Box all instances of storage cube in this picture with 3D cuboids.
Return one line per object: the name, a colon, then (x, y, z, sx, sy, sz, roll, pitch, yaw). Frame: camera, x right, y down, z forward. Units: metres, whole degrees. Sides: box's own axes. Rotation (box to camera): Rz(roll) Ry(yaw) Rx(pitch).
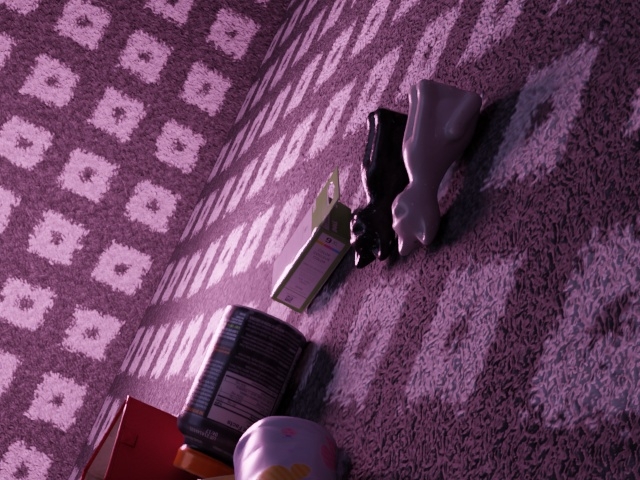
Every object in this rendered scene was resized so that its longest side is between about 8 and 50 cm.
storage cube: (-0.254, 0.385, 1.453, 0.184, 0.193, 0.215, -57, 14, 25)

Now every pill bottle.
pill bottle: (-0.124, 0.226, 1.396, 0.246, 0.130, 0.130, -67, 14, -15)

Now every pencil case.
pencil case: (-0.037, 0.284, 0.937, 0.273, 0.113, 0.124, -92, 12, -70)

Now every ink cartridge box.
ink cartridge box: (0.000, 0.000, 1.498, 0.209, 0.062, 0.109, -56, 16, 26)

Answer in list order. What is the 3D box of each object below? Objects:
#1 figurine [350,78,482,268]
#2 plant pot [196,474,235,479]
figurine: (0.109, -0.074, 1.218, 0.215, 0.092, 0.209, 158, 129, -69)
plant pot: (-0.107, 0.341, 1.174, 0.134, 0.134, 0.095, 138, 130, -56)
